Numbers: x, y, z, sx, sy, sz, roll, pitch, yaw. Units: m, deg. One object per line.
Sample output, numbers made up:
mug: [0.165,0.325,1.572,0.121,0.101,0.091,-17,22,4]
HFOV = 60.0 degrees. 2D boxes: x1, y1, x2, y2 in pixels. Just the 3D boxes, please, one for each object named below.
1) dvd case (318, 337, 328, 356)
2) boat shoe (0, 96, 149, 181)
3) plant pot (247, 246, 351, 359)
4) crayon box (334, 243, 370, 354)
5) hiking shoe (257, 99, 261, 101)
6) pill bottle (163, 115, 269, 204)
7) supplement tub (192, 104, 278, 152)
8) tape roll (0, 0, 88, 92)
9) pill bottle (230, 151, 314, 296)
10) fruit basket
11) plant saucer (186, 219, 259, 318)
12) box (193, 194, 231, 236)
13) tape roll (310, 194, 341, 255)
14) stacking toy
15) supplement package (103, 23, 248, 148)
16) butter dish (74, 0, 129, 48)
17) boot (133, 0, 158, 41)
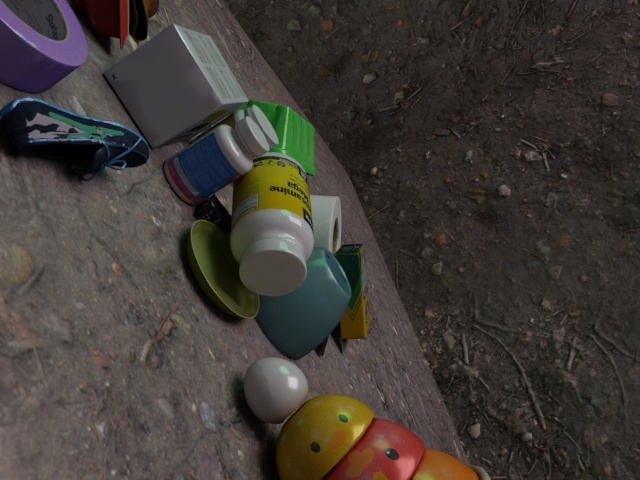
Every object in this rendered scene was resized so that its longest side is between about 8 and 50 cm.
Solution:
dvd case: [0.027,0.212,1.615,0.018,0.164,0.221,14,18,-2]
boat shoe: [-0.388,-0.144,0.896,0.258,0.109,0.089,5,62,-55]
plant pot: [-0.038,0.125,1.397,0.290,0.195,0.290,55,14,-20]
crayon box: [0.109,0.185,1.807,0.203,0.083,0.323,-43,130,-77]
hiking shoe: [-0.229,-0.446,2.115,0.132,0.113,0.304,60,12,1]
pill bottle: [-0.233,-0.186,1.263,0.124,0.221,0.124,56,14,-21]
supplement tub: [-0.229,-0.261,1.498,0.144,0.200,0.144,55,14,-20]
tape roll: [-0.515,-0.382,0.901,0.275,0.090,0.275,57,12,-19]
pill bottle: [-0.111,-0.040,1.278,0.188,0.188,0.334,51,21,-38]
fruit basket: [-0.156,-0.226,1.757,0.392,0.283,0.392,15,90,-75]
plant saucer: [-0.215,0.068,1.194,0.241,0.037,0.241,55,14,-20]
box: [-0.248,-0.054,1.298,0.083,0.052,0.062,54,14,-24]
tape roll: [0.000,0.000,1.741,0.286,0.100,0.286,3,90,-82]
stacking toy: [0.032,0.406,1.002,0.480,0.350,0.350,43,11,8]
supplement package: [-0.330,-0.364,1.327,0.198,0.199,0.262,59,12,-10]
butter dish: [-0.506,-0.551,1.282,0.160,0.118,0.160,107,-24,-43]
boot: [-0.504,-0.725,1.530,0.280,0.096,0.264,-101,-159,-52]
